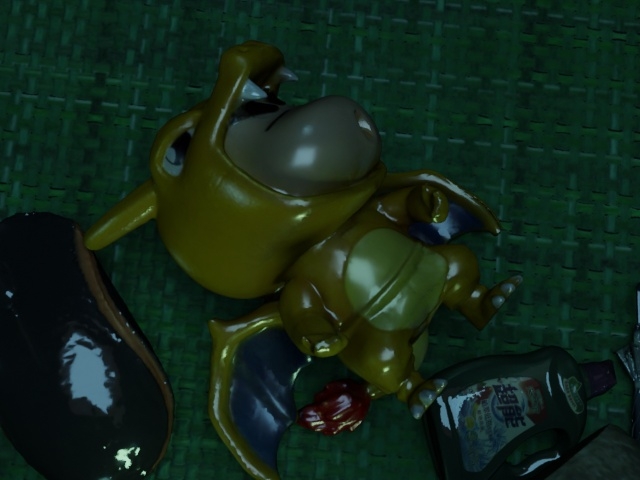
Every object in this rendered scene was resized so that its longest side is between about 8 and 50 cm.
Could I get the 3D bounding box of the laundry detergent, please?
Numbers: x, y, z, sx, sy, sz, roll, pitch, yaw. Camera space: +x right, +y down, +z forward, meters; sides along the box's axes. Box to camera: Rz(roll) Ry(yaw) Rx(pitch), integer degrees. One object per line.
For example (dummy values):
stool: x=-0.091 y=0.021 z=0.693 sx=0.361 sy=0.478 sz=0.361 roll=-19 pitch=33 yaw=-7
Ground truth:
laundry detergent: x=0.226 y=0.188 z=1.391 sx=0.222 sy=0.078 sz=0.144 roll=-13 pitch=95 yaw=-10

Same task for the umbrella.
umbrella: x=0.354 y=0.177 z=1.419 sx=0.044 sy=0.044 sz=0.269 roll=-4 pitch=75 yaw=27

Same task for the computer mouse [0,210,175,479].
computer mouse: x=-0.278 y=0.117 z=1.339 sx=0.183 sy=0.116 sz=0.323 roll=-34 pitch=80 yaw=6

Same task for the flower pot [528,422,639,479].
flower pot: x=0.312 y=0.370 z=1.250 sx=0.294 sy=0.293 sz=0.330 roll=-35 pitch=80 yaw=-10

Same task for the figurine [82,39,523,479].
figurine: x=-0.022 y=0.025 z=1.317 sx=0.387 sy=0.268 sz=0.401 roll=39 pitch=83 yaw=3
